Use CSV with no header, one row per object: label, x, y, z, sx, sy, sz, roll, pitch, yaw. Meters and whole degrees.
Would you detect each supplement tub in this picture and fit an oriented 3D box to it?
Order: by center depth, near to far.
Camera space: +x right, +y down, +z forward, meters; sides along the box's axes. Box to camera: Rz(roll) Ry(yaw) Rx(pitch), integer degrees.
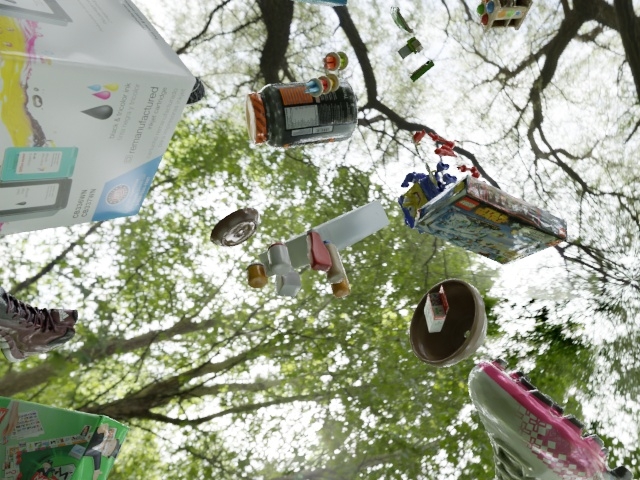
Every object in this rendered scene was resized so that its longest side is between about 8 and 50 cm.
supplement tub,-0.066,-0.413,1.512,0.207,0.338,0.207,170,-90,-73

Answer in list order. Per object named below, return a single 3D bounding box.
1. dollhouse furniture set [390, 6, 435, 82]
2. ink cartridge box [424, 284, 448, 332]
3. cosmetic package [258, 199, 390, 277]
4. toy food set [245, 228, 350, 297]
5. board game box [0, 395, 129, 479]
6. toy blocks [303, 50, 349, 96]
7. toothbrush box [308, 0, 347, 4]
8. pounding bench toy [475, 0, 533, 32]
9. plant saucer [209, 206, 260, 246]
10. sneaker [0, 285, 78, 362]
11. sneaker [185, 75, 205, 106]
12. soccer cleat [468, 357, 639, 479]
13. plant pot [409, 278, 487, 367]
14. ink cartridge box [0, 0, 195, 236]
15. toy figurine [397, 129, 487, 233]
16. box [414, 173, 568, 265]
dollhouse furniture set,0.181,-0.425,0.998,0.058,0.076,0.152,-35,-68,19
ink cartridge box,0.268,0.159,1.073,0.029,0.115,0.063,-5,-128,-1
cosmetic package,0.000,0.000,1.502,0.377,0.284,0.097,-22,-88,57
toy food set,-0.038,0.042,0.947,0.111,0.232,0.105,-59,-146,39
board game box,-0.390,0.299,0.541,0.317,0.046,0.214,-5,-129,31
toy blocks,0.011,-0.469,1.303,0.054,0.148,0.123,36,-52,12
toothbrush box,-0.092,-0.532,0.767,0.126,0.295,0.216,-121,-143,-61
pounding bench toy,0.280,-0.379,0.727,0.065,0.052,0.083,-7,-114,-6
plant saucer,-0.291,-0.036,1.623,0.198,0.198,0.036,-47,-115,22
sneaker,-0.618,0.151,0.988,0.281,0.162,0.106,101,-27,-50
sneaker,-0.490,-0.432,1.444,0.108,0.271,0.100,-3,-65,46
soccer cleat,0.251,0.263,0.525,0.143,0.331,0.116,-47,-154,3
plant pot,0.355,0.231,1.219,0.237,0.109,0.237,-45,-153,31
ink cartridge box,-0.305,-0.136,0.417,0.197,0.270,0.198,50,-54,17
toy figurine,0.313,-0.090,1.233,0.217,0.191,0.363,-54,-133,45
box,0.189,-0.018,0.520,0.094,0.137,0.027,-40,-148,59
